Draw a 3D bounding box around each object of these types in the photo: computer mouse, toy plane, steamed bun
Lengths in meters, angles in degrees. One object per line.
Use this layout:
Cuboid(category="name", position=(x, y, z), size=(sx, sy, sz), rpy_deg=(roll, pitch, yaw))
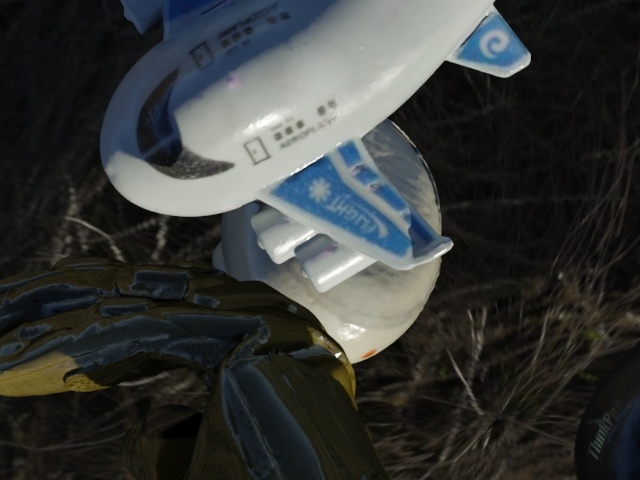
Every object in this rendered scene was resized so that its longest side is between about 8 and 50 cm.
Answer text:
Cuboid(category="computer mouse", position=(0.317, 0.157, 1.385), size=(0.100, 0.269, 0.170), rpy_deg=(39, 133, 8))
Cuboid(category="toy plane", position=(-0.008, -0.101, 0.820), size=(0.267, 0.122, 0.267), rpy_deg=(0, 95, 5))
Cuboid(category="steamed bun", position=(0.000, 0.000, 1.118), size=(0.177, 0.131, 0.228), rpy_deg=(27, 45, -24))

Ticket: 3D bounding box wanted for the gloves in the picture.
Cuboid(category="gloves", position=(-0.046, 0.089, 0.664), size=(0.141, 0.154, 0.331), rpy_deg=(-47, 48, 6))
